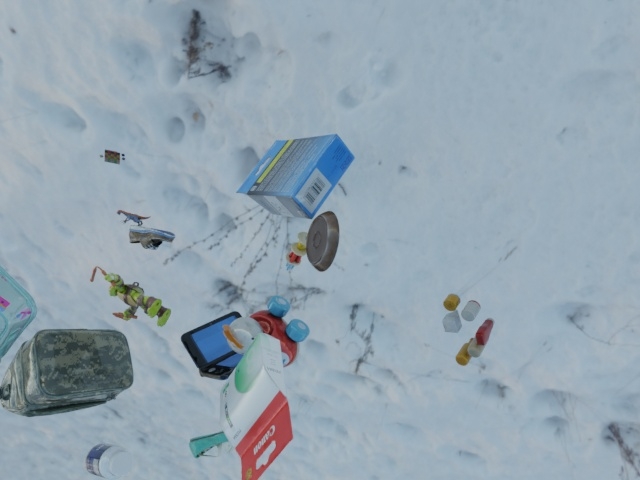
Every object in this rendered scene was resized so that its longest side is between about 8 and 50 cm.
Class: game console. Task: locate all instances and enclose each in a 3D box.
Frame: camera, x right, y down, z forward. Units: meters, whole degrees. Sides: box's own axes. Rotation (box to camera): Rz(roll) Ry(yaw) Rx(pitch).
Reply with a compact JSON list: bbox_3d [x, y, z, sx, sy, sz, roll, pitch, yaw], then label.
[{"bbox_3d":[-0.355,0.405,1.905,0.250,0.293,0.173,-9,100,46],"label":"game console"}]

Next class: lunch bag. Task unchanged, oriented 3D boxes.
[{"bbox_3d":[-0.797,0.176,1.101,0.224,0.108,0.279,45,115,-8],"label":"lunch bag"},{"bbox_3d":[-0.752,0.403,1.431,0.256,0.212,0.305,-32,155,28],"label":"lunch bag"}]

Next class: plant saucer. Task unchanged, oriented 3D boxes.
[{"bbox_3d":[0.000,0.000,1.294,0.029,0.168,0.168,10,138,-25],"label":"plant saucer"}]

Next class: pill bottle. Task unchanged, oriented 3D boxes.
[{"bbox_3d":[-0.645,0.678,1.474,0.169,0.094,0.094,-16,122,41],"label":"pill bottle"}]

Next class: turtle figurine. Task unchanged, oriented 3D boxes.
[{"bbox_3d":[-0.552,0.179,1.429,0.217,0.087,0.269,21,139,19],"label":"turtle figurine"}]

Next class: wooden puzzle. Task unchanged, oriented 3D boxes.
[{"bbox_3d":[-0.707,-0.284,1.631,0.083,0.006,0.049,11,133,-15],"label":"wooden puzzle"}]

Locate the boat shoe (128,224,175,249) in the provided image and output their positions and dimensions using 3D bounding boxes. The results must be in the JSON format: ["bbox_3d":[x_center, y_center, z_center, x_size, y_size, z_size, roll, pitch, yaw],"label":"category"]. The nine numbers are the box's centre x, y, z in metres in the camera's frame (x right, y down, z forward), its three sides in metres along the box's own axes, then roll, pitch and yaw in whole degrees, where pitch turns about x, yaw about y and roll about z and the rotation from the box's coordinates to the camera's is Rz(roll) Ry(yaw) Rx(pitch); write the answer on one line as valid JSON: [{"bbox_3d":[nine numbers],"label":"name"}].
[{"bbox_3d":[-0.527,-0.004,1.502,0.183,0.066,0.066,9,176,32],"label":"boat shoe"}]

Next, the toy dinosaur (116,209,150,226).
[{"bbox_3d":[-0.629,-0.079,1.592,0.047,0.090,0.082,-1,131,53],"label":"toy dinosaur"}]

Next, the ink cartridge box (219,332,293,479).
[{"bbox_3d":[-0.126,0.311,0.880,0.056,0.224,0.181,24,115,-22],"label":"ink cartridge box"}]

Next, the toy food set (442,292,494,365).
[{"bbox_3d":[0.434,0.244,1.392,0.111,0.104,0.232,-4,114,41],"label":"toy food set"}]

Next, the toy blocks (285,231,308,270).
[{"bbox_3d":[-0.050,0.028,1.483,0.054,0.123,0.148,47,134,16],"label":"toy blocks"}]

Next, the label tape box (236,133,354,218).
[{"bbox_3d":[-0.084,-0.199,1.483,0.106,0.240,0.334,45,160,-31],"label":"label tape box"}]

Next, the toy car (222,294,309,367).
[{"bbox_3d":[-0.200,0.309,1.486,0.210,0.238,0.219,47,114,31],"label":"toy car"}]

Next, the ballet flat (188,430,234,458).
[{"bbox_3d":[-0.344,0.701,1.670,0.247,0.087,0.083,-24,162,16],"label":"ballet flat"}]
